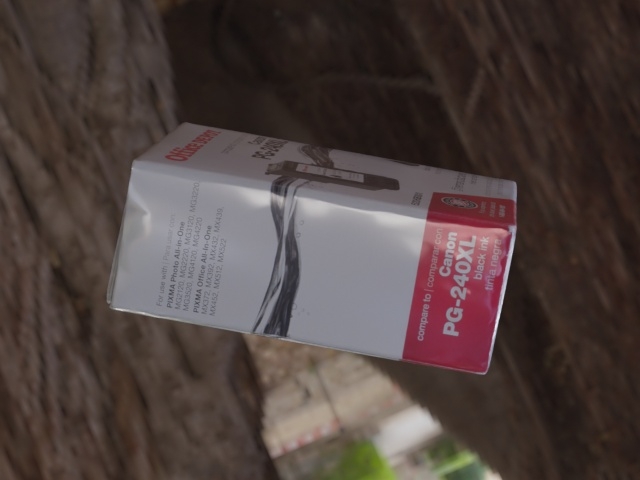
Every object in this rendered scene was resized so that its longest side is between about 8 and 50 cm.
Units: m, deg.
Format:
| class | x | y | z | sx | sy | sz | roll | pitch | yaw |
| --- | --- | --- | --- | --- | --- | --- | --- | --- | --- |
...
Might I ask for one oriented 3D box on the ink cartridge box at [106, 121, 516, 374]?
| class | x | y | z | sx | sy | sz | roll | pitch | yaw |
| --- | --- | --- | --- | --- | --- | --- | --- | --- | --- |
| ink cartridge box | 0.000 | 0.000 | 0.722 | 0.150 | 0.063 | 0.109 | 11 | -168 | 4 |
